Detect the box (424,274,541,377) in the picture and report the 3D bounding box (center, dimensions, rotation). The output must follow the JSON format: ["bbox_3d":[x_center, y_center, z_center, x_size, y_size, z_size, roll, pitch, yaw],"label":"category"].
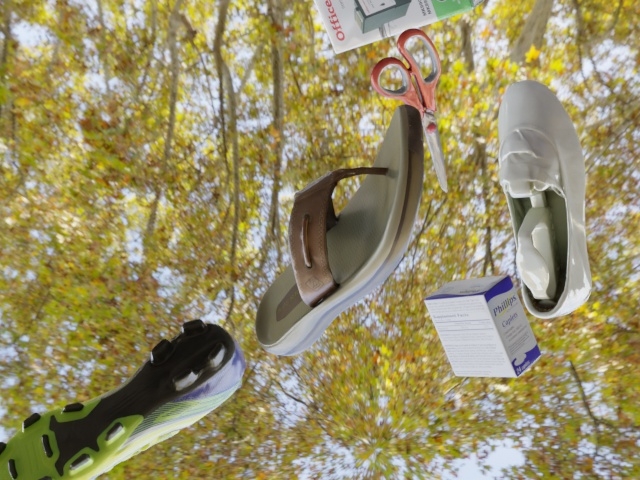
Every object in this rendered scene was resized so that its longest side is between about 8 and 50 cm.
[{"bbox_3d":[0.244,0.130,1.146,0.072,0.126,0.137,-30,-79,-36],"label":"box"}]

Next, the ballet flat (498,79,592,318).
[{"bbox_3d":[0.356,-0.056,1.232,0.139,0.139,0.400,-13,-77,0],"label":"ballet flat"}]

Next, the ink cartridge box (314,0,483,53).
[{"bbox_3d":[0.127,-0.484,1.371,0.289,0.121,0.211,-10,-65,34],"label":"ink cartridge box"}]

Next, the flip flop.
[{"bbox_3d":[0.000,0.000,0.637,0.080,0.277,0.112,23,-137,-20],"label":"flip flop"}]

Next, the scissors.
[{"bbox_3d":[0.174,-0.194,1.175,0.109,0.297,0.021,-41,-140,0],"label":"scissors"}]

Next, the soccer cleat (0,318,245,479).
[{"bbox_3d":[-0.200,0.194,0.778,0.289,0.121,0.093,-33,-127,-16],"label":"soccer cleat"}]
